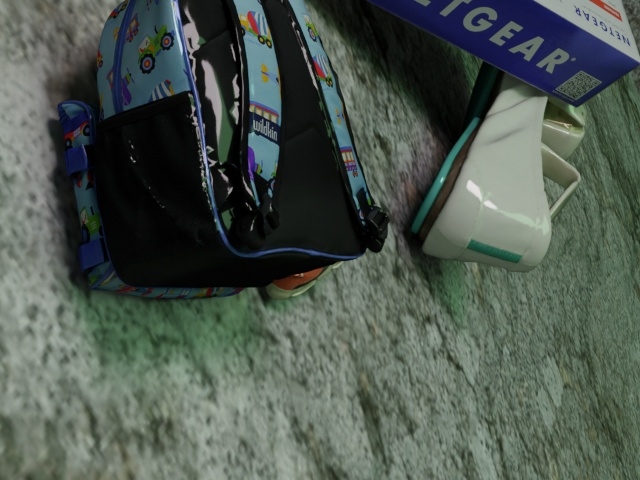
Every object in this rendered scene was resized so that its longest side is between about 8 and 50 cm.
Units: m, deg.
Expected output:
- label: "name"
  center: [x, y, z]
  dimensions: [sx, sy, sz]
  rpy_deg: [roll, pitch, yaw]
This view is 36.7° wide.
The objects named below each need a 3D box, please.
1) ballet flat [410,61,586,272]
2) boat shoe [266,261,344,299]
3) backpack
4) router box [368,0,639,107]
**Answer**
- label: "ballet flat"
  center: [0.195, -0.095, 0.952]
  dimensions: [0.139, 0.139, 0.400]
  rpy_deg: [60, 33, -23]
- label: "boat shoe"
  center: [0.000, 0.000, 0.653]
  dimensions: [0.137, 0.049, 0.043]
  rpy_deg: [-40, 152, -63]
- label: "backpack"
  center: [-0.056, -0.064, 0.502]
  dimensions: [0.158, 0.117, 0.173]
  rpy_deg: [2, 73, -61]
- label: "router box"
  center: [0.134, -0.315, 0.902]
  dimensions: [0.336, 0.082, 0.301]
  rpy_deg: [18, 53, -34]
